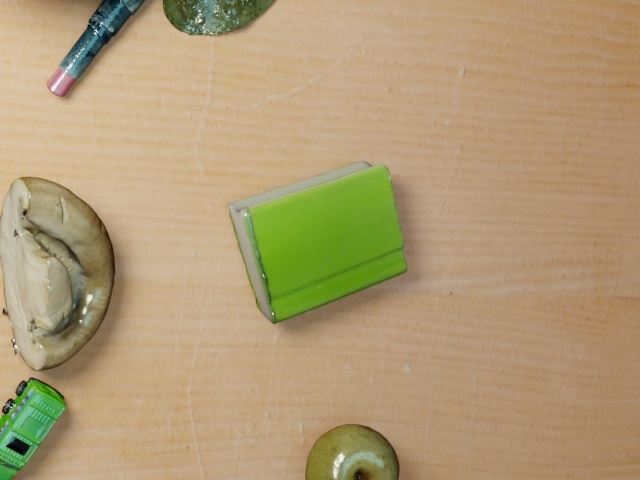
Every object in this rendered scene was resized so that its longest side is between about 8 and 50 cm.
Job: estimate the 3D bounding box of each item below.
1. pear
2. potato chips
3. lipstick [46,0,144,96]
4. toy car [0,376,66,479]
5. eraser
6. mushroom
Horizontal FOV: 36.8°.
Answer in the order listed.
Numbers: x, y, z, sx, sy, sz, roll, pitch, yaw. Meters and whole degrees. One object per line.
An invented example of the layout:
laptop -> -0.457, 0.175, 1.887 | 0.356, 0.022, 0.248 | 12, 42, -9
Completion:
pear -> 0.053, 0.398, 1.657 | 0.167, 0.136, 0.167 | -3, 98, -25
potato chips -> -0.148, -0.389, 1.482 | 0.209, 0.026, 0.142 | -6, 99, -29
lipstick -> -0.314, -0.304, 1.387 | 0.053, 0.053, 0.234 | 37, 81, -28
toy car -> -0.441, 0.284, 1.403 | 0.071, 0.062, 0.165 | 40, 78, -29
eraser -> 0.000, 0.000, 1.590 | 0.274, 0.092, 0.210 | -22, 109, -26
mushroom -> -0.362, 0.037, 1.367 | 0.151, 0.156, 0.285 | -15, 117, -39
